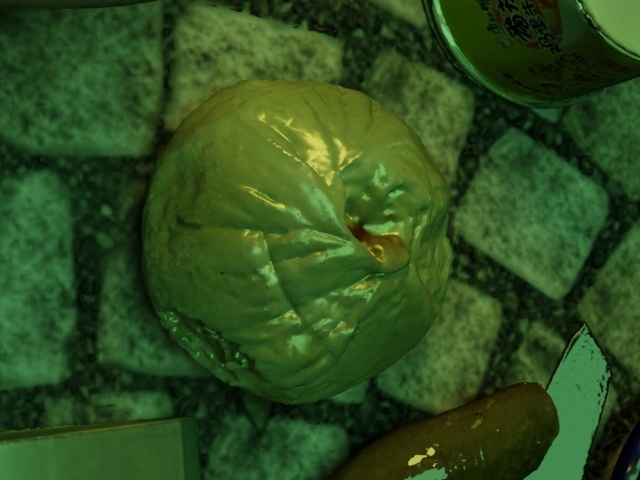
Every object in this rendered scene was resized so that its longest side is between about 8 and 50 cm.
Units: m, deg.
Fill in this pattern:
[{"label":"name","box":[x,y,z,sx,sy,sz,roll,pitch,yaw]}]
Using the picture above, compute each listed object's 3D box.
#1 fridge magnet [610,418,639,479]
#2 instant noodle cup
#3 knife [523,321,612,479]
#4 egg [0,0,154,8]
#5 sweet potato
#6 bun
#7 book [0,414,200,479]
[{"label":"fridge magnet","box":[0.326,0.216,1.303,0.265,0.112,0.266,0,89,-28]},{"label":"instant noodle cup","box":[0.194,-0.197,1.220,0.205,0.153,0.205,1,88,-26]},{"label":"knife","box":[0.169,0.170,1.280,0.060,0.028,0.230,18,80,-12]},{"label":"egg","box":[-0.212,-0.294,0.923,0.339,0.354,0.355,-6,92,-15]},{"label":"sweet potato","box":[0.066,0.166,1.200,0.243,0.077,0.077,-23,100,-26]},{"label":"bun","box":[0.000,0.000,1.134,0.220,0.134,0.220,1,88,-30]},{"label":"book","box":[-0.167,0.260,1.114,0.214,0.025,0.283,-3,92,-27]}]
